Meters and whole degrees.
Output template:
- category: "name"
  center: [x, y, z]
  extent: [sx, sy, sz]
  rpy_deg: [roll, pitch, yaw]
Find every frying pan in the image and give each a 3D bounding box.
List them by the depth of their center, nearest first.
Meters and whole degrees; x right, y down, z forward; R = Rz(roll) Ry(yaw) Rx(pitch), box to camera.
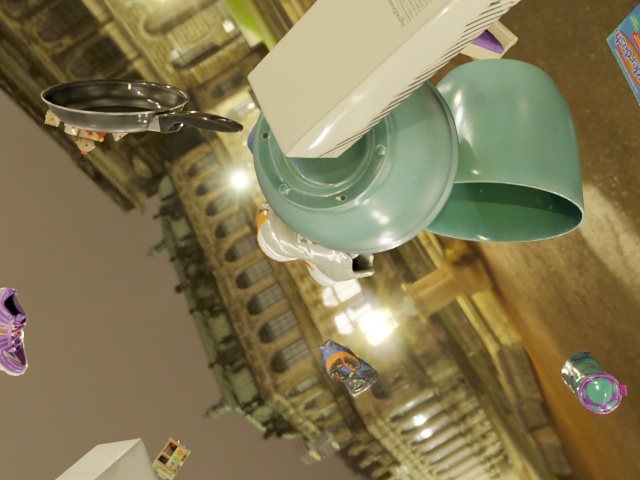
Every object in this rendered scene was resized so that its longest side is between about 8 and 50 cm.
- category: "frying pan"
  center: [-0.222, -0.179, 1.037]
  extent: [0.197, 0.326, 0.053]
  rpy_deg: [-50, -32, -61]

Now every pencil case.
- category: "pencil case"
  center: [0.422, 0.219, 1.180]
  extent: [0.152, 0.070, 0.064]
  rpy_deg: [-27, -68, -80]

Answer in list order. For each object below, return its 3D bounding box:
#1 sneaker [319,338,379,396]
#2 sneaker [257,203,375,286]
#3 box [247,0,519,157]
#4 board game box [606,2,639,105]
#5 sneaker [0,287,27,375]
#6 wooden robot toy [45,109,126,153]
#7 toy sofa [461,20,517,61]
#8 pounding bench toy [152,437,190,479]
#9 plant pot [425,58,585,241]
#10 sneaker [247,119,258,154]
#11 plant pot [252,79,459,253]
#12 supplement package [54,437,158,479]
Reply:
- category: "sneaker"
  center: [0.065, 0.281, 1.711]
  extent: [0.087, 0.083, 0.221]
  rpy_deg: [54, -179, 38]
- category: "sneaker"
  center: [0.000, 0.000, 1.306]
  extent: [0.262, 0.121, 0.099]
  rpy_deg: [31, -122, -48]
- category: "box"
  center: [0.055, -0.202, 0.766]
  extent: [0.094, 0.275, 0.113]
  rpy_deg: [-6, -114, -48]
- category: "board game box"
  center: [0.618, -0.353, 1.383]
  extent: [0.210, 0.047, 0.160]
  rpy_deg: [103, 144, -78]
- category: "sneaker"
  center: [-0.588, 0.171, 1.437]
  extent: [0.068, 0.071, 0.169]
  rpy_deg: [-3, -104, -69]
- category: "wooden robot toy"
  center: [-0.516, -0.226, 1.659]
  extent: [0.173, 0.079, 0.076]
  rpy_deg: [11, -163, -30]
- category: "toy sofa"
  center: [0.352, -0.544, 1.857]
  extent: [0.150, 0.177, 0.363]
  rpy_deg: [51, -151, 21]
- category: "pounding bench toy"
  center: [-0.312, 0.458, 1.583]
  extent: [0.052, 0.065, 0.083]
  rpy_deg: [33, 145, 1]
- category: "plant pot"
  center: [0.281, -0.151, 1.241]
  extent: [0.293, 0.293, 0.235]
  rpy_deg: [51, -137, -67]
- category: "sneaker"
  center: [-0.069, -0.280, 1.558]
  extent: [0.131, 0.296, 0.112]
  rpy_deg: [27, 150, 24]
- category: "plant pot"
  center: [0.029, -0.124, 1.026]
  extent: [0.293, 0.293, 0.196]
  rpy_deg: [59, -165, 8]
- category: "supplement package"
  center: [-0.371, 0.425, 1.274]
  extent: [0.179, 0.105, 0.105]
  rpy_deg: [-37, -70, -64]
